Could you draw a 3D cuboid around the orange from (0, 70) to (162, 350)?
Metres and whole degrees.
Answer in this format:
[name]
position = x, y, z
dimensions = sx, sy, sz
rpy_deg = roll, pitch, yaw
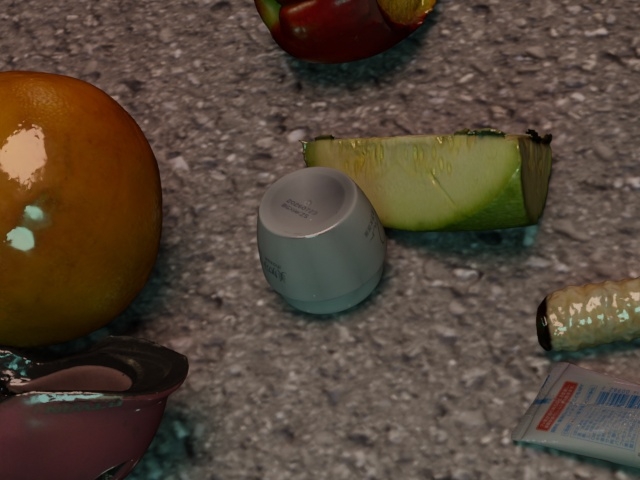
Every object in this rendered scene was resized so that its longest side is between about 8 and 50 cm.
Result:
[orange]
position = -0.272, -0.029, 1.423
dimensions = 0.261, 0.261, 0.261
rpy_deg = -9, 45, 9

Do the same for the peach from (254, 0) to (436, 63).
[peach]
position = 0.040, -0.289, 1.610
dimensions = 0.226, 0.196, 0.190
rpy_deg = -28, 80, -12

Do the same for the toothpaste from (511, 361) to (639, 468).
[toothpaste]
position = 0.266, 0.149, 1.206
dimensions = 0.234, 0.057, 0.089
rpy_deg = 13, 50, 36

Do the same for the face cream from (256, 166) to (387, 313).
[face cream]
position = 0.000, 0.000, 1.396
dimensions = 0.117, 0.104, 0.117
rpy_deg = -8, 45, 9

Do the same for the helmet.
[helmet]
position = -0.244, 0.163, 1.288
dimensions = 0.253, 0.154, 0.198
rpy_deg = 10, 12, 14

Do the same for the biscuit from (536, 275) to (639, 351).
[biscuit]
position = 0.289, 0.051, 1.288
dimensions = 0.219, 0.055, 0.061
rpy_deg = -9, 35, 10

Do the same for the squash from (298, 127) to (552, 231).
[squash]
position = 0.076, -0.055, 1.422
dimensions = 0.252, 0.093, 0.169
rpy_deg = 1, 3, 18
